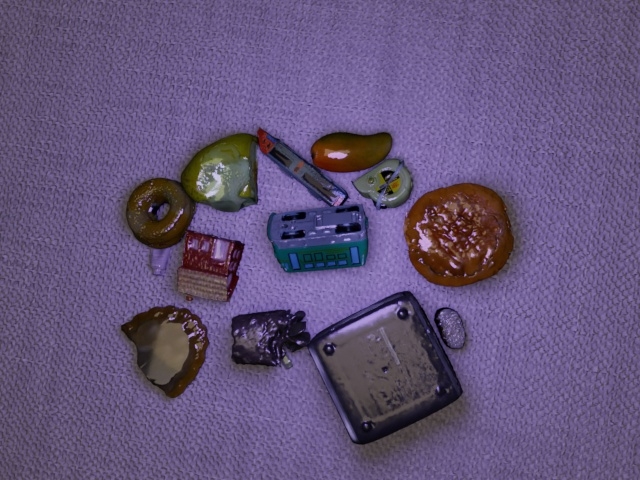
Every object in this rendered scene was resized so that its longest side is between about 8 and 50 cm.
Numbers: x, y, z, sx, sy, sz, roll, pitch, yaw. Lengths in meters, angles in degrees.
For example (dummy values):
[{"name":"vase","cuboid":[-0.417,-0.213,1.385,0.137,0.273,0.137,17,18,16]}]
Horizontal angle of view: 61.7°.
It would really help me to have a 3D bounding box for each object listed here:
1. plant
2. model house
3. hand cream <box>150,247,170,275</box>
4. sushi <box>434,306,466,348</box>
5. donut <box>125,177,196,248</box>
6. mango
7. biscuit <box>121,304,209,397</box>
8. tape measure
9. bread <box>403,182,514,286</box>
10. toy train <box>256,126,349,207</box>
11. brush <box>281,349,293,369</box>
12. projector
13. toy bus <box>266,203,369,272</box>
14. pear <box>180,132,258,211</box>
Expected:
[{"name":"plant","cuboid":[-0.171,0.338,1.857,0.276,0.199,0.188,-5,85,-5]},{"name":"model house","cuboid":[-0.395,0.105,1.924,0.196,0.160,0.253,13,91,6]},{"name":"hand cream","cuboid":[-0.602,0.062,2.003,0.084,0.053,0.142,1,73,5]},{"name":"sushi","cuboid":[0.457,0.307,1.878,0.091,0.078,0.150,-22,85,-2]},{"name":"donut","cuboid":[-0.593,-0.110,1.966,0.272,0.107,0.271,0,81,3]},{"name":"mango","cuboid":[0.110,-0.313,1.905,0.290,0.129,0.146,1,69,3]},{"name":"biscuit","cuboid":[-0.587,0.395,1.972,0.335,0.078,0.329,17,85,3]},{"name":"tape measure","cuboid":[0.239,-0.197,1.905,0.200,0.106,0.175,-35,71,1]},{"name":"bread","cuboid":[0.461,-0.014,1.830,0.359,0.204,0.336,-13,84,1]},{"name":"toy train","cuboid":[-0.079,-0.257,1.943,0.409,0.086,0.089,38,93,5]},{"name":"brush","cuboid":[-0.158,0.390,1.956,0.033,0.030,0.178,-32,85,-7]},{"name":"projector","cuboid":[0.217,0.419,1.814,0.406,0.242,0.394,-26,85,3]},{"name":"toy bus","cuboid":[0.000,0.000,1.866,0.344,0.183,0.199,-5,130,6]},{"name":"pear","cuboid":[-0.366,-0.248,1.928,0.282,0.176,0.286,-1,87,7]}]
